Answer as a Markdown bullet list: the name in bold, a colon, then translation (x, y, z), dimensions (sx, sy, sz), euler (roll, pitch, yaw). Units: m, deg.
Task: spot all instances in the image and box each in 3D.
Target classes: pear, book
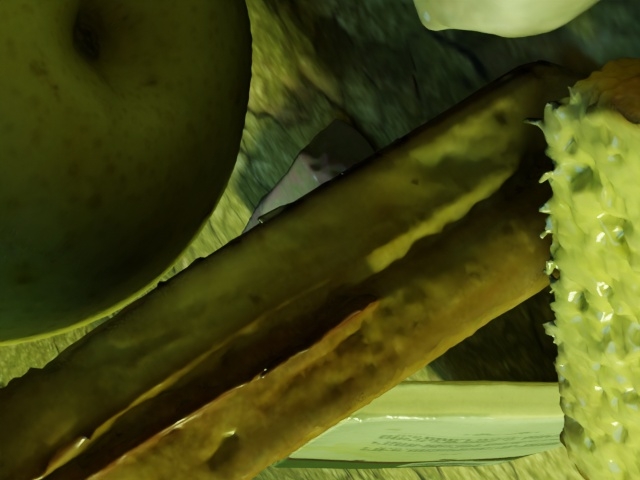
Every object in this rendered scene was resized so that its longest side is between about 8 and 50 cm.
- **pear**: translation (-0.210, -0.104, 0.666), dimensions (0.348, 0.348, 0.348), euler (42, 159, 20)
- **book**: translation (0.082, 0.131, 0.740), dimensions (0.289, 0.201, 0.026), euler (124, 146, -69)

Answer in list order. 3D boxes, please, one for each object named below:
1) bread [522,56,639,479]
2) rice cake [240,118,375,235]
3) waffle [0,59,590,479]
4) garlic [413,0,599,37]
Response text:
- **bread**: translation (0.167, 0.024, 0.407), dimensions (0.129, 0.134, 0.260), euler (47, 158, 40)
- **rice cake**: translation (-0.001, -0.002, 0.839), dimensions (0.106, 0.050, 0.298), euler (47, 161, 2)
- **waffle**: translation (-0.020, 0.040, 0.539), dimensions (0.098, 0.327, 0.224), euler (57, 161, 1)
- **garlic**: translation (0.078, -0.171, 0.260), dimensions (0.318, 0.112, 0.143), euler (107, 142, -69)
